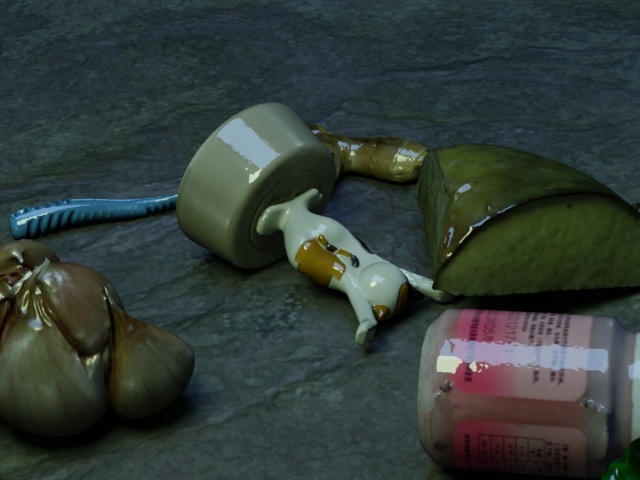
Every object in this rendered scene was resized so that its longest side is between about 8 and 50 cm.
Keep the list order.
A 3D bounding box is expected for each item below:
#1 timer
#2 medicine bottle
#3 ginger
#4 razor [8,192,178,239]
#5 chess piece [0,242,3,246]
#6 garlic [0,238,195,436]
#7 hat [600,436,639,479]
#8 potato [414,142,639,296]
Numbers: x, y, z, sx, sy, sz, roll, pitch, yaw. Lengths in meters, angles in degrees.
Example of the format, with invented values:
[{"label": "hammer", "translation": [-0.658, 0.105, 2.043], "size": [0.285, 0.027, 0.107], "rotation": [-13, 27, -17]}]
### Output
[{"label": "timer", "translation": [0.000, 0.000, 1.732], "size": [0.175, 0.175, 0.266], "rotation": [-29, 55, -34]}, {"label": "medicine bottle", "translation": [0.212, 0.133, 1.459], "size": [0.247, 0.147, 0.147], "rotation": [3, 32, 11]}, {"label": "ginger", "translation": [0.016, -0.087, 1.935], "size": [0.214, 0.059, 0.133], "rotation": [9, 26, 19]}, {"label": "razor", "translation": [-0.223, -0.043, 1.904], "size": [0.253, 0.042, 0.082], "rotation": [-13, -10, -13]}, {"label": "chess piece", "translation": [-0.351, 0.098, 1.662], "size": [0.090, 0.090, 0.200], "rotation": [6, 44, 16]}, {"label": "garlic", "translation": [-0.239, 0.105, 1.556], "size": [0.214, 0.191, 0.160], "rotation": [36, 81, 13]}, {"label": "hat", "translation": [0.368, 0.252, 1.214], "size": [0.274, 0.242, 0.332], "rotation": [-34, 61, -6]}, {"label": "potato", "translation": [0.175, -0.044, 1.732], "size": [0.269, 0.112, 0.255], "rotation": [1, 22, -31]}]
